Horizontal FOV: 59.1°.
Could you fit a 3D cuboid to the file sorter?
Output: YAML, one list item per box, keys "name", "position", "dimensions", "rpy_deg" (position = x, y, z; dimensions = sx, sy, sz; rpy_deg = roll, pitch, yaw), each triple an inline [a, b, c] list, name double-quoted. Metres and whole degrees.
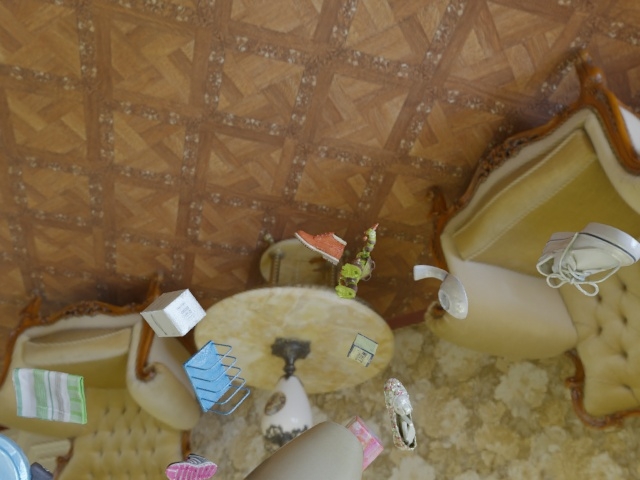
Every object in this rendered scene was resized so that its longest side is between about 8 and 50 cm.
- name: "file sorter"
  position: [-0.292, 0.395, 1.616]
  dimensions: [0.104, 0.118, 0.170]
  rpy_deg: [2, 119, 37]

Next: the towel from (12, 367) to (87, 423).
- name: "towel"
  position: [-0.550, 0.317, 1.143]
  dimensions: [0.152, 0.023, 0.113]
  rpy_deg: [4, 107, 11]

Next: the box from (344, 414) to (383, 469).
- name: "box"
  position: [0.077, 0.799, 2.049]
  dimensions: [0.142, 0.300, 0.154]
  rpy_deg: [44, 175, 11]

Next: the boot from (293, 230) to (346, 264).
- name: "boot"
  position: [0.000, 0.000, 1.690]
  dimensions: [0.158, 0.085, 0.059]
  rpy_deg: [30, 179, -1]

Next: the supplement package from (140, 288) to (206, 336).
- name: "supplement package"
  position: [-0.458, 0.228, 1.752]
  dimensions: [0.179, 0.105, 0.105]
  rpy_deg: [-14, 114, 51]

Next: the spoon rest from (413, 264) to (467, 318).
- name: "spoon rest"
  position: [0.398, 0.149, 1.807]
  dimensions: [0.084, 0.276, 0.137]
  rpy_deg: [-15, 117, -15]

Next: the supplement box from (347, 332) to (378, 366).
- name: "supplement box"
  position: [0.149, 0.385, 1.985]
  dimensions: [0.083, 0.083, 0.056]
  rpy_deg: [27, 117, 5]

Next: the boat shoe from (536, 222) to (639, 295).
- name: "boat shoe"
  position: [0.618, 0.057, 1.366]
  dimensions: [0.136, 0.156, 0.367]
  rpy_deg: [36, 176, -2]

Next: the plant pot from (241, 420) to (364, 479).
- name: "plant pot"
  position: [-0.025, 0.515, 1.164]
  dimensions: [0.256, 0.274, 0.257]
  rpy_deg: [17, 126, 25]

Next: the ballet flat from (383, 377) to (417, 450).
- name: "ballet flat"
  position: [0.259, 0.547, 1.762]
  dimensions: [0.091, 0.241, 0.077]
  rpy_deg: [-20, -166, -26]

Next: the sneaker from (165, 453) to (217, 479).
- name: "sneaker"
  position: [-0.394, 0.675, 1.678]
  dimensions: [0.074, 0.063, 0.170]
  rpy_deg: [18, -179, 44]

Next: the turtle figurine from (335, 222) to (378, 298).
- name: "turtle figurine"
  position: [0.107, 0.091, 1.660]
  dimensions: [0.087, 0.217, 0.269]
  rpy_deg: [32, 117, 4]

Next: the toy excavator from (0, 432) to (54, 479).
- name: "toy excavator"
  position: [-0.703, 0.526, 0.933]
  dimensions: [0.222, 0.433, 0.445]
  rpy_deg: [40, 159, -4]
